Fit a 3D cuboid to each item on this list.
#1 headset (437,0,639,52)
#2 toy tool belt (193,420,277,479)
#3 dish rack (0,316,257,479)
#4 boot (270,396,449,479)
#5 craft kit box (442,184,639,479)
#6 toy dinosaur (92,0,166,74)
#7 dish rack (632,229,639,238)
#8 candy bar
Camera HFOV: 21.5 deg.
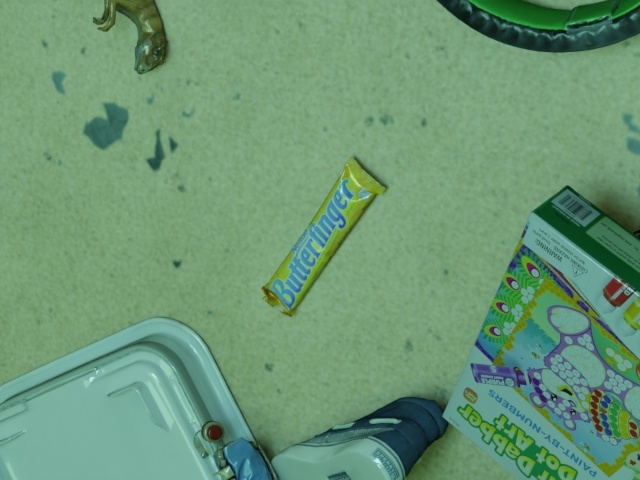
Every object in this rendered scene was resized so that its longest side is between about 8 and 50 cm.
[{"bbox_3d":[0.153,-0.334,1.210,0.243,0.185,0.394,-10,117,24],"label":"headset"},{"bbox_3d":[-0.072,0.194,1.476,0.083,0.052,0.051,57,165,-5],"label":"toy tool belt"},{"bbox_3d":[-0.172,0.261,1.573,0.285,0.072,0.333,-24,94,31],"label":"dish rack"},{"bbox_3d":[0.034,0.183,1.453,0.069,0.086,0.190,58,149,-10],"label":"boot"},{"bbox_3d":[0.230,0.123,1.279,0.250,0.061,0.247,38,140,21],"label":"craft kit box"},{"bbox_3d":[-0.172,-0.248,1.424,0.112,0.064,0.211,-3,115,8],"label":"toy dinosaur"},{"bbox_3d":[0.338,0.044,1.214,0.208,0.074,0.271,55,141,-1],"label":"dish rack"},{"bbox_3d":[0.000,0.000,1.434,0.040,0.018,0.161,40,118,10],"label":"candy bar"}]
